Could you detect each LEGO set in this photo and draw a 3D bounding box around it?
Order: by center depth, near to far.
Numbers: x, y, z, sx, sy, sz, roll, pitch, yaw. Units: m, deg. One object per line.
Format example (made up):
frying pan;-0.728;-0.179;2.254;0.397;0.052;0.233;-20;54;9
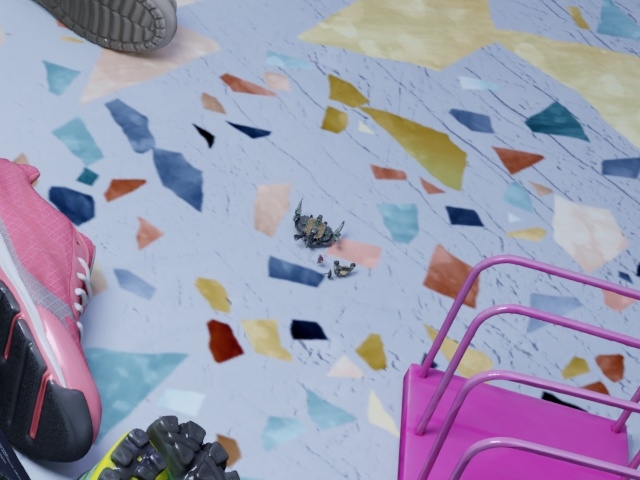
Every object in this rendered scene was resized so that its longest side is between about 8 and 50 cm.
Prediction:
LEGO set;-0.002;0.001;1.672;0.054;0.023;0.083;0;59;-22

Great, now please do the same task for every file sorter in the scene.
file sorter;0.182;0.178;1.439;0.202;0.182;0.291;16;41;-8

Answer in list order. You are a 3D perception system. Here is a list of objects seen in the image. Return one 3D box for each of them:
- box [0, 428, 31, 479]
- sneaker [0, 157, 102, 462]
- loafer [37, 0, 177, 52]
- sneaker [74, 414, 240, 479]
box;-0.287;0.132;1.274;0.093;0.158;0.156;-36;60;-2
sneaker;-0.224;0.035;1.456;0.136;0.116;0.314;-9;50;-34
loafer;-0.245;-0.278;1.792;0.268;0.102;0.092;30;47;8
sneaker;-0.173;0.278;1.217;0.134;0.146;0.343;42;51;-9
